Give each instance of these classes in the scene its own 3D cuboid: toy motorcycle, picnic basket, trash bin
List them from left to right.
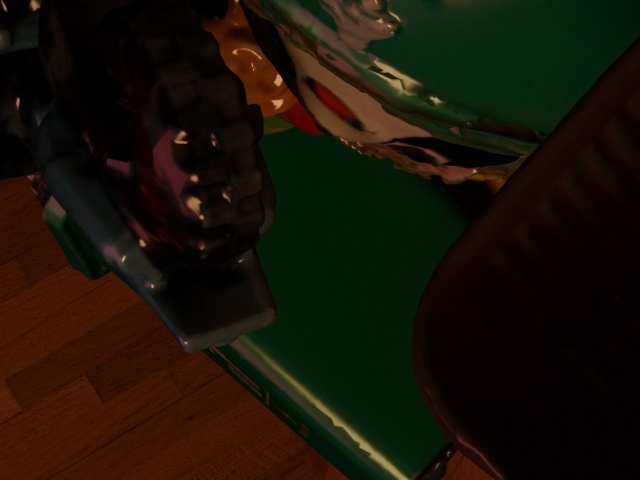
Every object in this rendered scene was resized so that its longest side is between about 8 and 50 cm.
[{"bbox_3d":[-0.124,-0.085,0.848,0.416,0.172,0.232,46,149,46],"label":"toy motorcycle"},{"bbox_3d":[0.000,0.000,1.197,0.381,0.295,0.259,45,170,6],"label":"trash bin"},{"bbox_3d":[0.192,0.005,0.433,0.222,0.297,0.129,43,178,34],"label":"picnic basket"}]

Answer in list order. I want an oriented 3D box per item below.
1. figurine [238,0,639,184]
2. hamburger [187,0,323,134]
[{"bbox_3d":[0.067,-0.152,0.678,0.324,0.231,0.340,36,172,9],"label":"figurine"},{"bbox_3d":[-0.038,-0.181,1.009,0.237,0.237,0.149,60,164,-5],"label":"hamburger"}]
